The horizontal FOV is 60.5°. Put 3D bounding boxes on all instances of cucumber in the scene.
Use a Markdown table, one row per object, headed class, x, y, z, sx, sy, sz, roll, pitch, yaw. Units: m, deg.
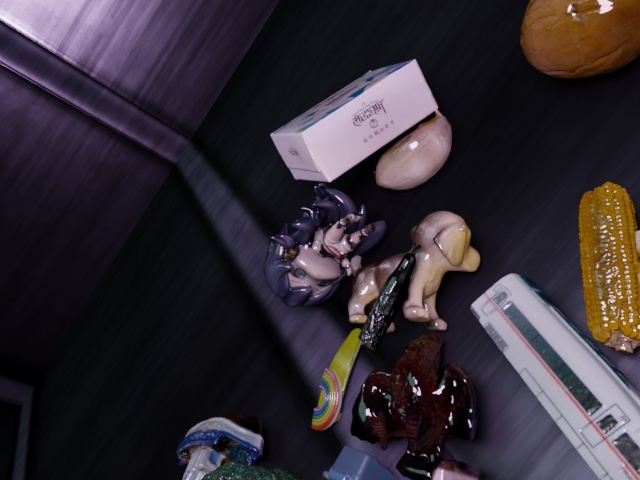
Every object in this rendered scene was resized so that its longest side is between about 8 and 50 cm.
| class | x | y | z | sx | sy | sz | roll | pitch | yaw |
| --- | --- | --- | --- | --- | --- | --- | --- | --- | --- |
| cucumber | 0.103 | 0.078 | 0.777 | 0.163 | 0.038 | 0.043 | -62 | -8 | 5 |

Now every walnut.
| class | x | y | z | sx | sy | sz | roll | pitch | yaw |
| --- | --- | --- | --- | --- | --- | --- | --- | --- | --- |
| walnut | 0.387 | -0.319 | 0.795 | 0.207 | 0.167 | 0.168 | 6 | 69 | 58 |

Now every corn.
| class | x | y | z | sx | sy | sz | roll | pitch | yaw |
| --- | --- | --- | --- | --- | --- | --- | --- | --- | --- |
| corn | 0.340 | 0.029 | 0.641 | 0.068 | 0.068 | 0.208 | -21 | 57 | 45 |

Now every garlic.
| class | x | y | z | sx | sy | sz | roll | pitch | yaw |
| --- | --- | --- | --- | --- | --- | --- | --- | --- | --- |
| garlic | 0.165 | -0.156 | 1.058 | 0.198 | 0.090 | 0.129 | -42 | 19 | 35 |

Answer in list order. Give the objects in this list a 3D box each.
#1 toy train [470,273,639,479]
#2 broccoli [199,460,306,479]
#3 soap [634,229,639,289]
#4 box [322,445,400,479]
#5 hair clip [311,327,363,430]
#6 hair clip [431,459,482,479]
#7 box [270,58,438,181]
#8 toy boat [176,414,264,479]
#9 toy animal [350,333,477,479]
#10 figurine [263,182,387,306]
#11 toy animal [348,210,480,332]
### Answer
| class | x | y | z | sx | sy | sz | roll | pitch | yaw |
| --- | --- | --- | --- | --- | --- | --- | --- | --- | --- |
| toy train | 0.300 | 0.188 | 0.568 | 0.088 | 0.086 | 0.407 | -44 | 35 | 13 |
| broccoli | -0.101 | 0.463 | 0.785 | 0.297 | 0.297 | 0.298 | -11 | 94 | 51 |
| soap | 0.434 | 0.031 | 0.516 | 0.233 | 0.076 | 0.135 | -22 | 48 | 44 |
| box | 0.062 | 0.335 | 0.770 | 0.074 | 0.099 | 0.054 | -4 | 46 | 54 |
| hair clip | 0.032 | 0.239 | 0.947 | 0.060 | 0.033 | 0.189 | 4 | 68 | 53 |
| hair clip | 0.139 | 0.421 | 0.598 | 0.101 | 0.085 | 0.331 | -2 | 69 | 56 |
| box | 0.061 | -0.238 | 1.104 | 0.274 | 0.116 | 0.203 | -35 | 19 | -12 |
| toy boat | -0.198 | 0.413 | 1.041 | 0.262 | 0.114 | 0.115 | -32 | 28 | 31 |
| toy animal | 0.140 | 0.226 | 0.771 | 0.218 | 0.116 | 0.179 | -24 | 21 | 44 |
| figurine | 0.000 | 0.011 | 1.045 | 0.265 | 0.175 | 0.197 | -43 | 9 | 22 |
| toy animal | 0.143 | 0.060 | 0.858 | 0.233 | 0.121 | 0.169 | -27 | 56 | 38 |
